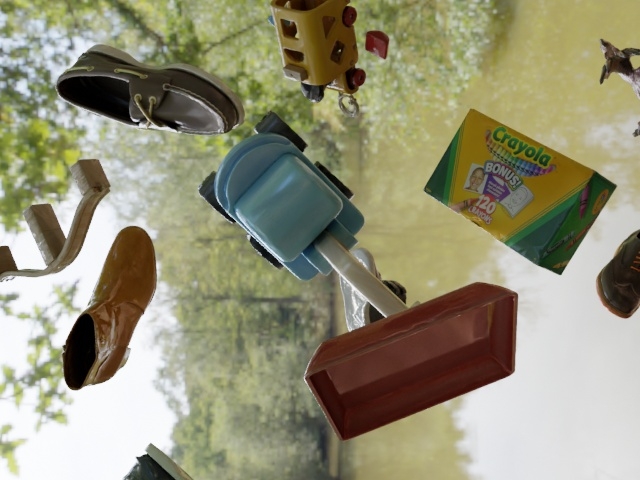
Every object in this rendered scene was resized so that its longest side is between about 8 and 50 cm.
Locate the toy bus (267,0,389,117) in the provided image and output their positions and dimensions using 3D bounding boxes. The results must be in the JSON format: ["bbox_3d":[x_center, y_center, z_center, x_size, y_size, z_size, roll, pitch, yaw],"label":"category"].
[{"bbox_3d":[-0.008,-0.271,1.210,0.202,0.104,0.191,50,149,-1],"label":"toy bus"}]

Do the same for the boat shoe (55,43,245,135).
[{"bbox_3d":[-0.270,-0.221,1.292,0.096,0.324,0.116,-49,-30,-38],"label":"boat shoe"}]

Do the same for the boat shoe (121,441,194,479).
[{"bbox_3d":[-0.177,0.354,1.067,0.254,0.079,0.095,29,160,41],"label":"boat shoe"}]

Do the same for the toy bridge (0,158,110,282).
[{"bbox_3d":[-0.252,-0.004,0.770,0.026,0.188,0.063,-11,-109,-54],"label":"toy bridge"}]

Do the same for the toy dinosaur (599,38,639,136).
[{"bbox_3d":[0.673,-0.326,1.650,0.127,0.200,0.296,-49,21,-15],"label":"toy dinosaur"}]

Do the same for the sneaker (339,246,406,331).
[{"bbox_3d":[0.135,0.110,2.011,0.104,0.147,0.295,33,142,37],"label":"sneaker"}]

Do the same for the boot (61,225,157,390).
[{"bbox_3d":[-0.375,0.115,1.474,0.211,0.104,0.295,28,-109,-86],"label":"boot"}]

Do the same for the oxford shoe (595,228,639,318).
[{"bbox_3d":[0.627,0.051,1.660,0.271,0.097,0.098,-52,-11,-46],"label":"oxford shoe"}]

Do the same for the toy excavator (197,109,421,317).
[{"bbox_3d":[0.000,0.000,1.536,0.433,0.222,0.445,44,-177,-21],"label":"toy excavator"}]

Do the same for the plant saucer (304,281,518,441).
[{"bbox_3d":[0.117,0.150,1.034,0.259,0.258,0.047,69,179,-57],"label":"plant saucer"}]

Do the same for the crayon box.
[{"bbox_3d":[0.315,-0.085,1.341,0.278,0.081,0.165,40,104,45],"label":"crayon box"}]
